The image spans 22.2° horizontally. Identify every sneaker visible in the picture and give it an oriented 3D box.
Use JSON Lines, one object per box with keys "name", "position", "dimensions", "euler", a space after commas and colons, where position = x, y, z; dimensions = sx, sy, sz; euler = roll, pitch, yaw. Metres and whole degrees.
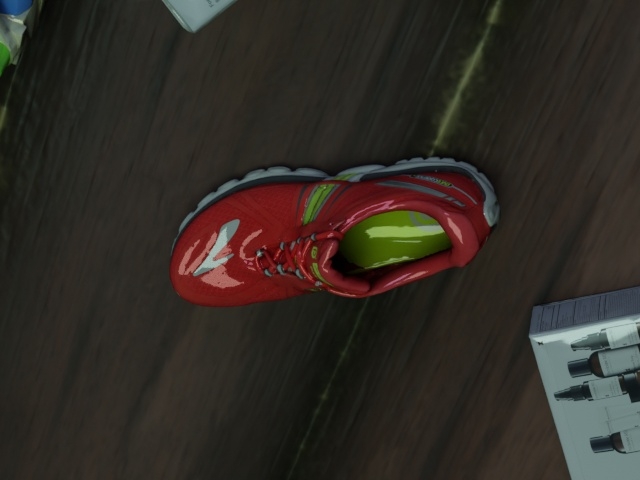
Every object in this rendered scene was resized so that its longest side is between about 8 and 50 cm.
{"name": "sneaker", "position": [0.000, 0.000, 1.271], "dimensions": [0.279, 0.118, 0.107], "euler": [-14, 110, 18]}

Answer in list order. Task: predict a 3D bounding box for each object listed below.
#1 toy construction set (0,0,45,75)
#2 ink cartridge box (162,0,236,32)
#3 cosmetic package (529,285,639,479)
{"name": "toy construction set", "position": [-0.324, -0.239, 1.218], "dimensions": [0.328, 0.151, 0.215], "euler": [32, 142, 5]}
{"name": "ink cartridge box", "position": [-0.024, -0.253, 1.142], "dimensions": [0.208, 0.153, 0.087], "euler": [-35, 102, 23]}
{"name": "cosmetic package", "position": [0.246, 0.160, 1.322], "dimensions": [0.099, 0.060, 0.239], "euler": [-12, 111, 19]}
